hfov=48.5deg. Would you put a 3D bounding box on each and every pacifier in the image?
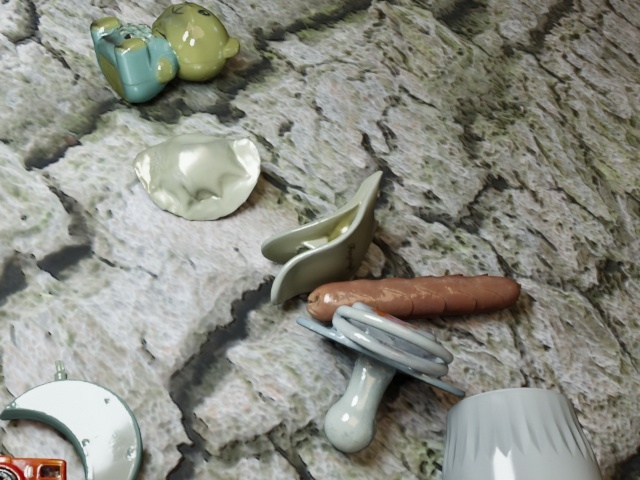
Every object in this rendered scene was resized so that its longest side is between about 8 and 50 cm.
[{"bbox_3d":[0.079,0.232,1.147,0.300,0.244,0.233,23,87,2],"label":"pacifier"}]

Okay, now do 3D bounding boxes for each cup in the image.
[{"bbox_3d":[0.306,0.424,1.041,0.254,0.253,0.371,6,57,-10],"label":"cup"}]

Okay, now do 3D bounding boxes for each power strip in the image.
[{"bbox_3d":[-0.365,0.296,1.072,0.168,0.054,0.253,-26,69,-29],"label":"power strip"}]

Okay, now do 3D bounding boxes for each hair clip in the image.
[{"bbox_3d":[0.015,0.011,1.285,0.282,0.172,0.113,-24,60,-15],"label":"hair clip"}]

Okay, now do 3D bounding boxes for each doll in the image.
[{"bbox_3d":[-0.307,-0.386,1.441,0.261,0.161,0.177,-29,48,-26],"label":"doll"}]

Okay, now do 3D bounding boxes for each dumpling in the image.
[{"bbox_3d":[-0.233,-0.120,1.334,0.216,0.126,0.166,-4,87,-26],"label":"dumpling"}]

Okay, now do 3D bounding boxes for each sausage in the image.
[{"bbox_3d":[0.187,0.106,1.308,0.434,0.088,0.087,-3,60,-16],"label":"sausage"}]

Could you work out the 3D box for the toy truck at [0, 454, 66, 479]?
[{"bbox_3d":[-0.366,0.397,0.858,0.114,0.107,0.252,7,50,-26],"label":"toy truck"}]
